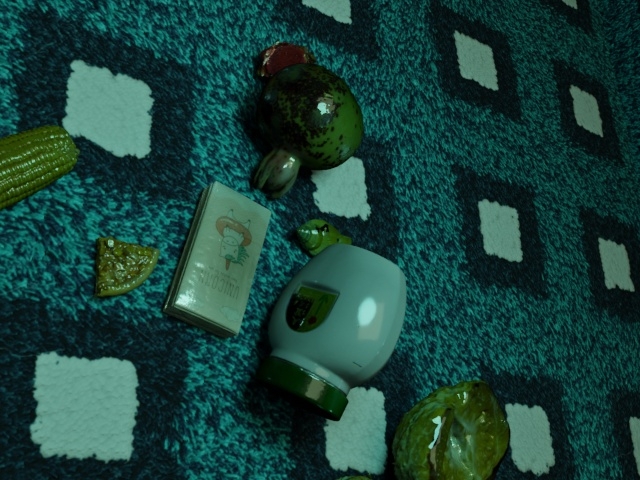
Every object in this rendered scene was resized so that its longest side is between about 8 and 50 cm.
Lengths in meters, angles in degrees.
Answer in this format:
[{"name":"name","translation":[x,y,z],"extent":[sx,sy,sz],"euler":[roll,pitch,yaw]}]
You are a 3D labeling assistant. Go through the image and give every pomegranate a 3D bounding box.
[{"name":"pomegranate","translation":[-0.058,-0.262,1.768],"extent":[0.285,0.285,0.340],"euler":[36,79,-21]}]

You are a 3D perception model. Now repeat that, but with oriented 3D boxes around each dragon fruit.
[{"name":"dragon fruit","translation":[-0.069,-0.456,1.907],"extent":[0.208,0.150,0.133],"euler":[15,92,-40]}]

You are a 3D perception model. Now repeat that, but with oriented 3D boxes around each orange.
[{"name":"orange","translation":[0.301,0.489,1.733],"extent":[0.369,0.210,0.270],"euler":[-25,111,-41]}]

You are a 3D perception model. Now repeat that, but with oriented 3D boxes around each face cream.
[{"name":"face cream","translation":[0.025,0.197,1.582],"extent":[0.219,0.313,0.356],"euler":[46,64,-45]}]

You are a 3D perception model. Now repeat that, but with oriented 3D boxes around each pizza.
[{"name":"pizza","translation":[-0.412,0.042,1.471],"extent":[0.178,0.041,0.130],"euler":[-25,87,-42]}]

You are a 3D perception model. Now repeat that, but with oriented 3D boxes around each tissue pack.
[{"name":"tissue pack","translation":[-0.225,0.041,1.601],"extent":[0.170,0.071,0.325],"euler":[31,55,-27]}]

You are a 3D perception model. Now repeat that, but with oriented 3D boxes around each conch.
[{"name":"conch","translation":[0.001,-0.002,1.806],"extent":[0.201,0.080,0.094],"euler":[29,74,-36]}]

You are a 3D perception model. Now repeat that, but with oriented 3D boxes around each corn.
[{"name":"corn","translation":[-0.610,-0.115,1.322],"extent":[0.344,0.131,0.131],"euler":[-37,96,-44]}]

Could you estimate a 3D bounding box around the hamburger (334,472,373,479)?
[{"name":"hamburger","translation":[0.061,0.619,1.568],"extent":[0.183,0.130,0.206],"euler":[-27,108,-41]}]
